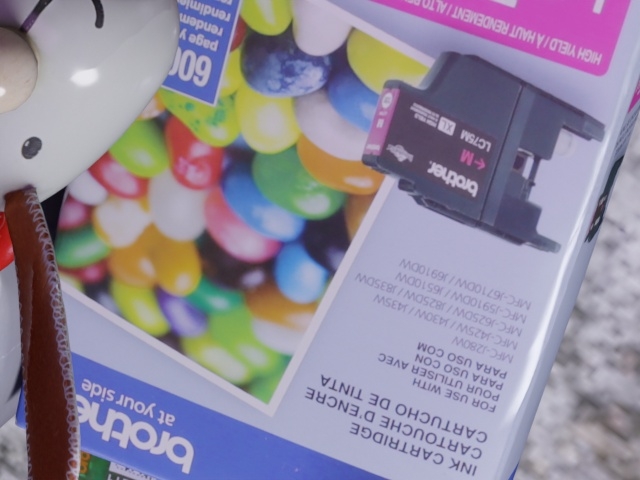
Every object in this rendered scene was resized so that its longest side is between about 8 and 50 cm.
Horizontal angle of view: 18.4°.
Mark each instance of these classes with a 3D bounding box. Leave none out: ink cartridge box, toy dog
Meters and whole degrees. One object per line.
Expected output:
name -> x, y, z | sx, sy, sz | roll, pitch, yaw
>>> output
ink cartridge box -> 0.000, 0.000, 0.712 | 0.186, 0.065, 0.311 | 20, 115, 11
toy dog -> -0.170, 0.052, 0.648 | 0.220, 0.161, 0.333 | 14, 112, 12

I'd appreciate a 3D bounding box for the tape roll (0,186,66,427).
tape roll -> -0.209, 0.002, 0.773 | 0.219, 0.072, 0.219 | 6, 110, 17
